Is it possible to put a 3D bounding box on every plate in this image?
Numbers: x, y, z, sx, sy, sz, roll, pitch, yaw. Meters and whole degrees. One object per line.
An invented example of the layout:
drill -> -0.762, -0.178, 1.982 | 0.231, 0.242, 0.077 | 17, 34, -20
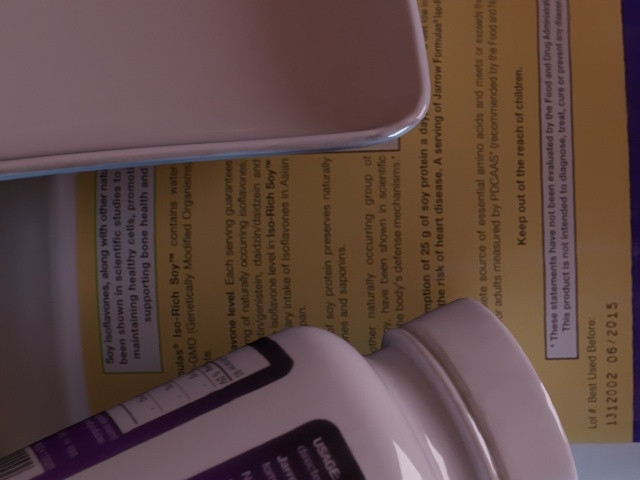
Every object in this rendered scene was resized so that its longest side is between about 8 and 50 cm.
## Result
plate -> -0.113, -0.119, 0.698 | 0.045, 0.277, 0.278 | 84, -1, -54

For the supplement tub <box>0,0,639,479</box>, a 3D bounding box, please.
supplement tub -> 0.000, 0.000, 0.778 | 0.241, 0.331, 0.241 | -1, 90, -84

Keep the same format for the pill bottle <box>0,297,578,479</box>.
pill bottle -> -0.024, 0.092, 0.604 | 0.108, 0.193, 0.108 | 60, -14, 25
